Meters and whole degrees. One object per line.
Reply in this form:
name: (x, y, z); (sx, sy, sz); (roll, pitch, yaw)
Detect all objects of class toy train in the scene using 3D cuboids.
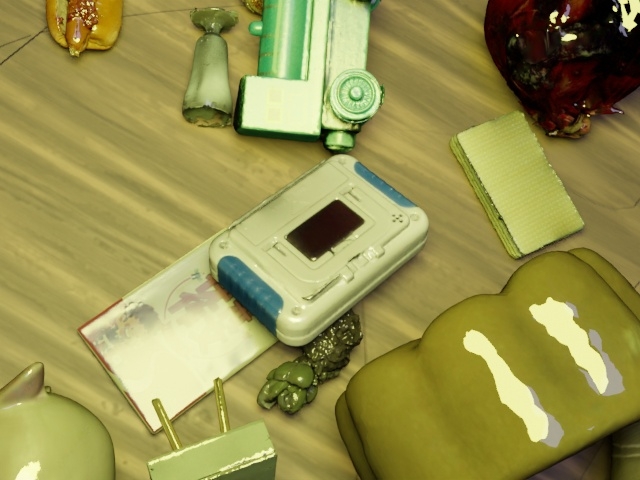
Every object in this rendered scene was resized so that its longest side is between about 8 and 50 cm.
toy train: (-0.010, -0.270, 1.090); (0.194, 0.120, 0.298); (5, 91, -3)

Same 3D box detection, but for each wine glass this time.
wine glass: (-0.148, -0.238, 1.117); (0.072, 0.072, 0.155); (5, 73, -10)

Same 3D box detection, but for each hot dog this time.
hot dog: (-0.320, -0.362, 1.117); (0.102, 0.076, 0.249); (2, 72, -14)

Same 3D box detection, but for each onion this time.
onion: (0.372, -0.298, 1.143); (0.221, 0.281, 0.281); (-16, 74, -50)

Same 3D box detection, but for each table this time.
table: (-0.125, 0.249, 0.894); (0.121, 0.240, 0.111); (-16, 58, -17)

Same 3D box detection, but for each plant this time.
plant: (-0.009, 0.149, 1.027); (0.085, 0.087, 0.174); (20, 58, 38)

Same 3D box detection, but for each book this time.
book: (-0.163, 0.109, 1.033); (0.232, 0.022, 0.162); (-36, 83, -18)

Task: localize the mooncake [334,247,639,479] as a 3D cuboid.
mooncake: (0.200, 0.166, 0.913); (0.378, 0.378, 0.201); (-22, 68, -17)

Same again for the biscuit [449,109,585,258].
biscuit: (0.280, -0.081, 1.173); (0.121, 0.040, 0.199); (-22, 80, -20)

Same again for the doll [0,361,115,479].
doll: (-0.278, 0.334, 0.841); (0.226, 0.215, 0.370); (-29, 78, -17)

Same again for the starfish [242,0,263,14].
starfish: (-0.020, -0.368, 1.181); (0.189, 0.074, 0.146); (26, 69, -4)

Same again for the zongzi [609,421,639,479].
zongzi: (0.563, 0.321, 1.038); (0.447, 0.181, 0.418); (15, 75, -8)

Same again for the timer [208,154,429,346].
timer: (0.000, 0.000, 1.034); (0.178, 0.078, 0.253); (39, 60, 25)
